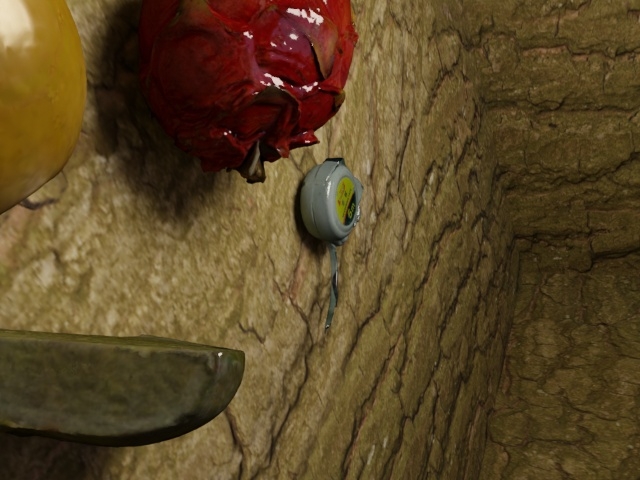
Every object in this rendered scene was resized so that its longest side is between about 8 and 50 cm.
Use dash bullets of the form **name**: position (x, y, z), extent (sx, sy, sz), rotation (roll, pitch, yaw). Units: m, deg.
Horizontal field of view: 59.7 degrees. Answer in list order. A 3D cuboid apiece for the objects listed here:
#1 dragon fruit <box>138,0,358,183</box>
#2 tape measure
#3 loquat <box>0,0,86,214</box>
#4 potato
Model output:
- **dragon fruit**: position (-0.088, -0.246, 0.714), extent (0.277, 0.278, 0.342), rotation (18, 77, -57)
- **tape measure**: position (0.000, 0.001, 1.020), extent (0.164, 0.084, 0.330), rotation (48, 50, -45)
- **loquat**: position (-0.299, -0.124, 0.375), extent (0.275, 0.275, 0.274), rotation (1, 89, -58)
- **potato**: position (-0.195, 0.148, 0.547), extent (0.269, 0.255, 0.111), rotation (15, 76, -57)
